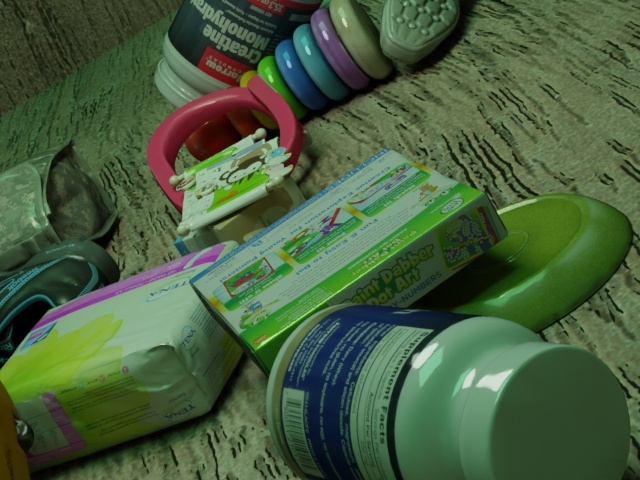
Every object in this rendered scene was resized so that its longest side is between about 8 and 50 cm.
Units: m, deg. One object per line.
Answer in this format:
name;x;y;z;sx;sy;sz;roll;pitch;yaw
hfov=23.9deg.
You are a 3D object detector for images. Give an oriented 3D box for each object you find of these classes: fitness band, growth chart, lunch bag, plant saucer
fitness band;-0.129;-0.124;2.078;0.209;0.054;0.291;-37;37;-2
growth chart;-0.115;-0.077;1.916;0.172;0.021;0.237;-30;21;5
lunch bag;-0.449;-0.007;2.171;0.235;0.169;0.287;-29;13;12
plant saucer;0.171;0.023;1.404;0.241;0.037;0.241;-28;19;10

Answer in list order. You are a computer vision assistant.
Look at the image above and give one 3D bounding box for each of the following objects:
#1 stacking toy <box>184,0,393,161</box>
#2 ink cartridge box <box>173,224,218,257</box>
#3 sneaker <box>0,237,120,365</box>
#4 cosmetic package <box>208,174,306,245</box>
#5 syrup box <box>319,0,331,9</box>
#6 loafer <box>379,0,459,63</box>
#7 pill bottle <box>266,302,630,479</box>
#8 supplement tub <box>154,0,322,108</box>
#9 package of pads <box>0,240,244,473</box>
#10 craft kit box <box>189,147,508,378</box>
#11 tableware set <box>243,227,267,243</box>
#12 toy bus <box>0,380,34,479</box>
stacking toy;-0.064;-0.225;2.229;0.330;0.141;0.141;-30;19;15
ink cartridge box;-0.143;-0.009;1.957;0.083;0.028;0.048;-18;24;33
sneaker;-0.424;0.106;1.953;0.341;0.125;0.139;-26;25;22
cosmetic package;-0.073;-0.026;1.850;0.115;0.060;0.041;-39;21;-17
syrup box;-0.039;-0.322;2.474;0.237;0.093;0.096;-7;30;50
loafer;0.148;-0.338;2.248;0.111;0.112;0.319;-62;-1;37
pill bottle;0.087;0.128;1.096;0.153;0.153;0.265;-41;22;-25
supplement tub;-0.125;-0.329;2.326;0.272;0.191;0.191;-60;7;25
package of pads;-0.217;0.128;1.624;0.296;0.101;0.229;-22;21;27
craft kit box;0.018;0.018;1.420;0.250;0.061;0.246;-34;18;-7
tableware set;0.000;0.000;1.660;0.169;0.020;0.141;-10;16;-15
toy bus;-0.343;0.221;1.419;0.130;0.108;0.332;-25;39;1
